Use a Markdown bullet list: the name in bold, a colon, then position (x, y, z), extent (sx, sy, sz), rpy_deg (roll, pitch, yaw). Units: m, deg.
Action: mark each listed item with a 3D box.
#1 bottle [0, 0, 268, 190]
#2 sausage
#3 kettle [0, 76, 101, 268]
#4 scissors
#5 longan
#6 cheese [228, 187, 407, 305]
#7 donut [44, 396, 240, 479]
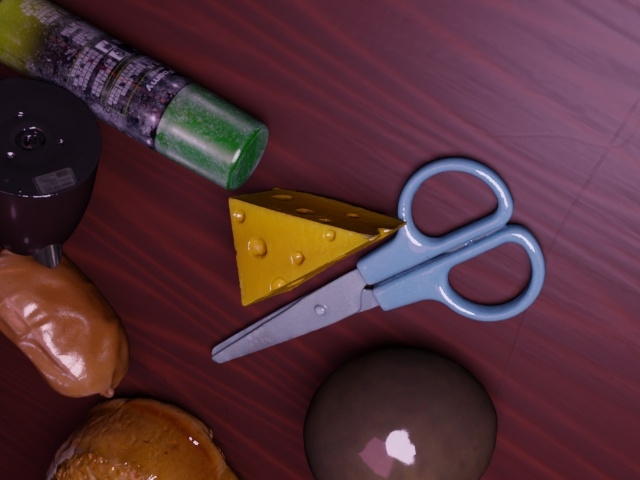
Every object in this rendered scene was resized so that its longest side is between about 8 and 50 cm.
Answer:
- **bottle**: position (-0.219, -0.171, 0.828), extent (0.330, 0.093, 0.093), rpy_deg (30, 118, 8)
- **sausage**: position (-0.350, 0.111, 0.970), extent (0.120, 0.136, 0.241), rpy_deg (-36, 99, 27)
- **kettle**: position (-0.357, -0.084, 0.862), extent (0.202, 0.144, 0.232), rpy_deg (58, 149, 9)
- **scissors**: position (0.035, 0.065, 0.860), extent (0.447, 0.029, 0.192), rpy_deg (-27, 98, 27)
- **longan**: position (0.085, 0.215, 0.812), extent (0.220, 0.196, 0.196), rpy_deg (-14, 105, 22)
- **cheese**: position (0.000, 0.000, 0.789), extent (0.171, 0.093, 0.126), rpy_deg (-5, 96, 30)
- **donut**: position (-0.256, 0.380, 1.029), extent (0.299, 0.150, 0.317), rpy_deg (-16, 104, 28)
